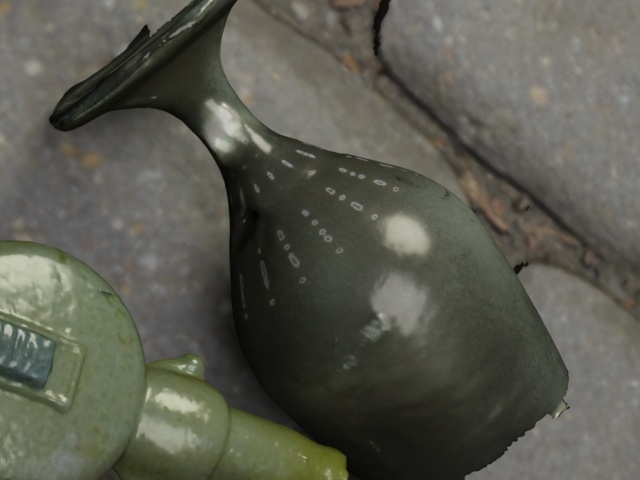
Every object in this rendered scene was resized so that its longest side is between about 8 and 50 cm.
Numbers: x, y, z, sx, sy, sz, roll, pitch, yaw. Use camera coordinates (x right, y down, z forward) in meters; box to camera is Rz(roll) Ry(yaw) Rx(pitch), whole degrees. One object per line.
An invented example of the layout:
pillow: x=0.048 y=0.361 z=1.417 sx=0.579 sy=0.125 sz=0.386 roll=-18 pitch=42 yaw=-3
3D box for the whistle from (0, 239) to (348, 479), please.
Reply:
whistle: x=-0.075 y=0.068 z=0.717 sx=0.198 sy=0.057 sz=0.104 roll=23 pitch=64 yaw=-21

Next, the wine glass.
wine glass: x=0.000 y=0.000 z=0.809 sx=0.126 sy=0.126 sz=0.241 roll=-45 pitch=101 yaw=-21
